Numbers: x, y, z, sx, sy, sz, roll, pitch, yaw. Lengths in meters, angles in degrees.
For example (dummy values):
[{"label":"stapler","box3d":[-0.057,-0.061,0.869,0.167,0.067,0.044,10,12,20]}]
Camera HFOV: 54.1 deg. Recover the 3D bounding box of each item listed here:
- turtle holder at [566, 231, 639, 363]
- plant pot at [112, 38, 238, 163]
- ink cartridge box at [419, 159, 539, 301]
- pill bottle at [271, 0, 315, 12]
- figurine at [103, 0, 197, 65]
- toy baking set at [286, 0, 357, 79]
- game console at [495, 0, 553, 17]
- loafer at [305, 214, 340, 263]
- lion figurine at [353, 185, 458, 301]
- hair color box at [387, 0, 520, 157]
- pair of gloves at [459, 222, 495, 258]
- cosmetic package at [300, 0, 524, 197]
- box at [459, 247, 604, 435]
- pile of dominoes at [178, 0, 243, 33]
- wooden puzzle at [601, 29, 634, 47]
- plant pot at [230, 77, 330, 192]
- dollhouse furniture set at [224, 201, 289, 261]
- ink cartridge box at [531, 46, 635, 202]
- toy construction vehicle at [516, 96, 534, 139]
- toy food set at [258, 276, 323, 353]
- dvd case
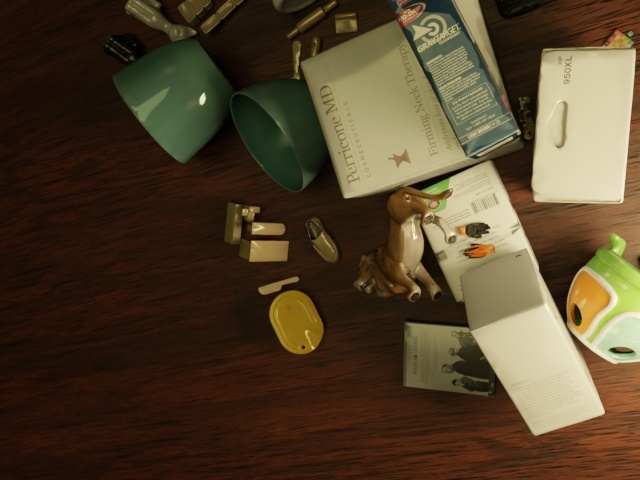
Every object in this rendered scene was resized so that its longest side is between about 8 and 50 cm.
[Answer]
[{"label":"turtle holder","box3d":[0.698,0.156,1.408,0.227,0.320,0.243,-54,46,15]},{"label":"plant pot","box3d":[-0.362,-0.393,1.671,0.235,0.293,0.293,-37,83,5]},{"label":"ink cartridge box","box3d":[0.378,-0.022,1.534,0.211,0.121,0.289,-24,88,20]},{"label":"pill bottle","box3d":[-0.102,-0.737,1.606,0.153,0.153,0.265,-26,87,19]},{"label":"figurine","box3d":[-0.478,-0.567,1.795,0.209,0.092,0.215,37,105,4]},{"label":"toy baking set","box3d":[-0.002,-0.505,1.661,0.256,0.030,0.197,-26,87,19]},{"label":"game console","box3d":[0.578,-0.640,1.446,0.361,0.044,0.213,-17,89,19]},{"label":"loafer","box3d":[0.000,0.000,1.703,0.056,0.050,0.148,-36,84,19]},{"label":"lion figurine","box3d":[0.203,-0.003,1.512,0.240,0.142,0.392,51,138,46]},{"label":"hair color box","box3d":[0.250,-0.329,1.173,0.105,0.174,0.347,-27,87,19]},{"label":"pair of gloves","box3d":[0.366,0.000,1.470,0.074,0.010,0.083,-10,90,20]},{"label":"cosmetic package","box3d":[0.227,-0.309,1.448,0.393,0.327,0.329,-18,90,20]},{"label":"box","box3d":[0.471,0.229,1.411,0.168,0.215,0.345,-25,115,20]},{"label":"pile of dominoes","box3d":[-0.290,-0.713,1.747,0.251,0.040,0.196,-39,82,10]},{"label":"wooden puzzle","box3d":[0.685,-0.451,1.447,0.049,0.006,0.083,42,107,10]},{"label":"plant pot","box3d":[-0.064,-0.296,1.601,0.195,0.290,0.290,-37,82,-18]},{"label":"dollhouse furniture set","box3d":[-0.179,-0.027,1.773,0.151,0.123,0.144,17,103,52]},{"label":"ink cartridge box","box3d":[0.535,-0.226,1.316,0.166,0.395,0.286,3,97,19]},{"label":"toy construction vehicle","box3d":[0.491,-0.290,1.488,0.035,0.086,0.098,-10,92,13]},{"label":"toy food set","box3d":[-0.076,0.207,1.748,0.128,0.071,0.218,-24,90,-5]},{"label":"dvd case","box3d":[0.335,0.304,1.633,0.238,0.029,0.179,3,97,19]}]
